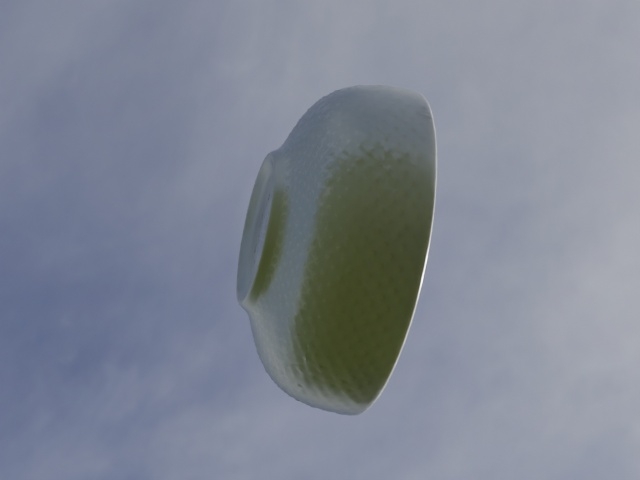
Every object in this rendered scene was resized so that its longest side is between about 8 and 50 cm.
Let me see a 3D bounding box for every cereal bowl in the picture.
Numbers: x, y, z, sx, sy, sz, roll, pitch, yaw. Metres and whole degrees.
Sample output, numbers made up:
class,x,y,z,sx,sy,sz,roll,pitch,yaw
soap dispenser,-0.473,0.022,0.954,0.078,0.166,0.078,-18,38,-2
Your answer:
class,x,y,z,sx,sy,sz,roll,pitch,yaw
cereal bowl,0.000,0.000,1.444,0.141,0.339,0.339,12,-67,-11
